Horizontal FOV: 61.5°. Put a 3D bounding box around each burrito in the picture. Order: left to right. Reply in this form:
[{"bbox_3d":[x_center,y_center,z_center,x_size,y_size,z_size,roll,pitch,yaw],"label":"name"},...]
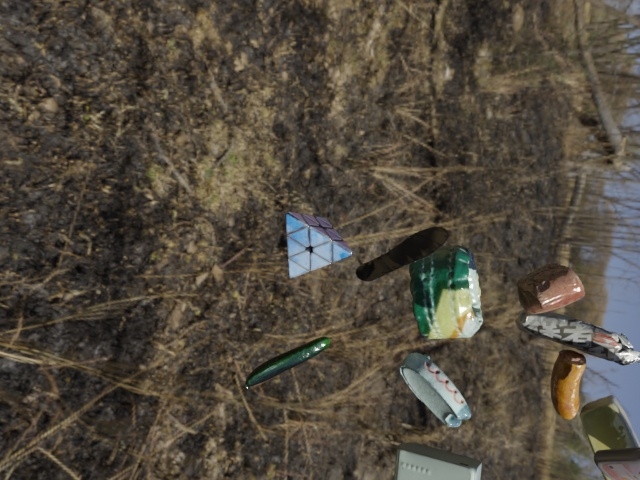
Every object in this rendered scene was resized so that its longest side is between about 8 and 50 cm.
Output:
[{"bbox_3d":[0.921,0.339,1.917,0.101,0.445,0.139,-58,146,-23],"label":"burrito"}]

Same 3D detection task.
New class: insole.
[{"bbox_3d":[0.175,0.028,1.122,0.231,0.080,0.003,-27,129,-18],"label":"insole"}]

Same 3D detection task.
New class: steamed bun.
[{"bbox_3d":[0.572,0.122,1.364,0.175,0.144,0.107,47,22,-83],"label":"steamed bun"}]

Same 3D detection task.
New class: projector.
[{"bbox_3d":[0.348,0.744,1.630,0.108,0.250,0.199,11,84,-62],"label":"projector"}]

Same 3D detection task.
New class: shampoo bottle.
[{"bbox_3d":[0.579,0.401,0.960,0.040,0.080,0.165,-50,-175,-33],"label":"shampoo bottle"}]

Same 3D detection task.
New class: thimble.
[{"bbox_3d":[0.358,0.148,1.523,0.288,0.167,0.255,36,51,-61],"label":"thimble"}]

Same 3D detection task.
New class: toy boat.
[{"bbox_3d":[0.290,0.364,1.341,0.078,0.208,0.134,-35,156,-21],"label":"toy boat"}]

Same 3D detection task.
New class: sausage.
[{"bbox_3d":[0.877,0.518,1.917,0.109,0.108,0.271,-49,137,-55],"label":"sausage"}]

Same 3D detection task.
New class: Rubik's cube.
[{"bbox_3d":[0.000,0.000,1.448,0.212,0.178,0.190,-63,147,-17],"label":"Rubik's cube"}]

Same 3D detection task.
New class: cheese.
[{"bbox_3d":[0.870,0.598,1.590,0.265,0.123,0.243,19,46,-60],"label":"cheese"}]

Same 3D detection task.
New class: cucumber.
[{"bbox_3d":[-0.099,0.348,1.554,0.056,0.284,0.056,61,5,-8],"label":"cucumber"}]
